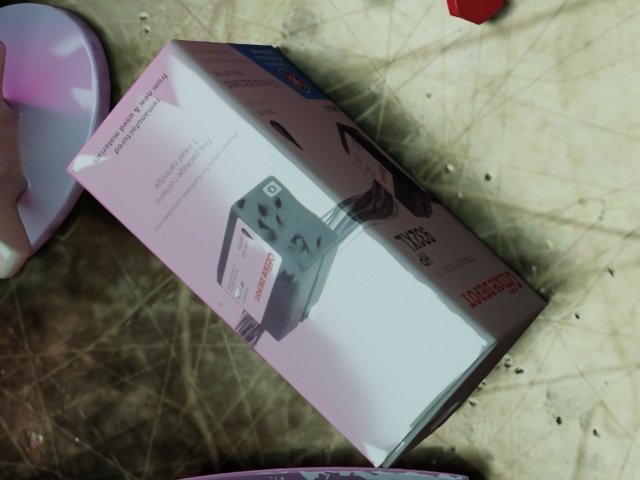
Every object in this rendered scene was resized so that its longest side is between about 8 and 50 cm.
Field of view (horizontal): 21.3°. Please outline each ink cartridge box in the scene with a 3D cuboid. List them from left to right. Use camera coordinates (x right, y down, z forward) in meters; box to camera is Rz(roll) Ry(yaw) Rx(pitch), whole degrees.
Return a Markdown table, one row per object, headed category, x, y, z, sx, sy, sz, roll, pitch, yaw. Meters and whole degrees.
| category | x | y | z | sx | sy | sz | roll | pitch | yaw |
| --- | --- | --- | --- | --- | --- | --- | --- | --- | --- |
| ink cartridge box | 0.000 | 0.000 | 1.249 | 0.307 | 0.223 | 0.129 | 43 | 105 | 9 |

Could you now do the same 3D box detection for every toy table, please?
| category | x | y | z | sx | sy | sz | roll | pitch | yaw |
| --- | --- | --- | --- | --- | --- | --- | --- | --- | --- |
| toy table | -0.302 | -0.070 | 1.371 | 0.252 | 0.161 | 0.274 | 29 | 103 | 13 |

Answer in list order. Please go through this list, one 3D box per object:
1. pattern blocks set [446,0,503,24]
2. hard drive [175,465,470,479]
| category | x | y | z | sx | sy | sz | roll | pitch | yaw |
| --- | --- | --- | --- | --- | --- | --- | --- | --- | --- |
| pattern blocks set | 0.039 | -0.337 | 1.244 | 0.285 | 0.026 | 0.325 | 9 | 97 | -14 |
| hard drive | 0.005 | 0.261 | 1.359 | 0.254 | 0.054 | 0.172 | -4 | 94 | 18 |
